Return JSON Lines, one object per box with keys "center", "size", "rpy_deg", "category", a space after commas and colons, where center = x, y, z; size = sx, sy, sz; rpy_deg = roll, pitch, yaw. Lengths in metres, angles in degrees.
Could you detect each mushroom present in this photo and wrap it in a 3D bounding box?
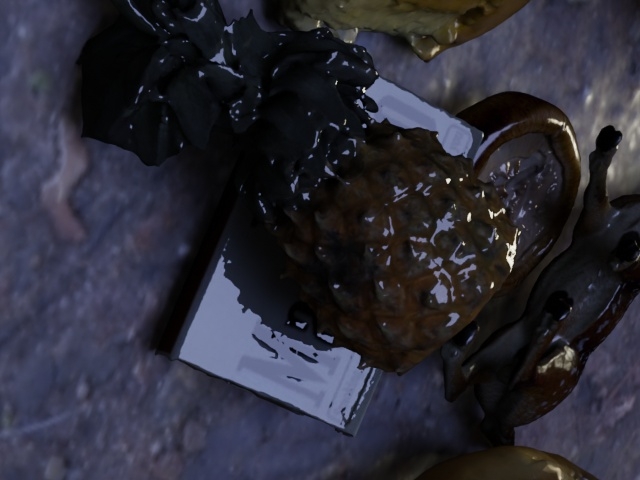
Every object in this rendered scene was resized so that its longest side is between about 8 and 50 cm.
{"center": [0.099, -0.027, 1.081], "size": [0.123, 0.052, 0.123], "rpy_deg": [-24, 128, -36], "category": "mushroom"}

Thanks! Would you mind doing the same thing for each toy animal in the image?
{"center": [0.171, 0.020, 1.124], "size": [0.243, 0.087, 0.260], "rpy_deg": [-39, 160, 3], "category": "toy animal"}

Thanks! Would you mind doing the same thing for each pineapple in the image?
{"center": [-0.013, -0.044, 0.906], "size": [0.237, 0.111, 0.119], "rpy_deg": [45, 38, -12], "category": "pineapple"}

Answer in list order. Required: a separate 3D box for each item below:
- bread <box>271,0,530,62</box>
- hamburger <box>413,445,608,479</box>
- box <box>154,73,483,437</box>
{"center": [0.083, -0.212, 0.960], "size": [0.174, 0.133, 0.251], "rpy_deg": [5, 98, -42], "category": "bread"}
{"center": [0.105, 0.276, 1.083], "size": [0.284, 0.174, 0.304], "rpy_deg": [-48, 129, -20], "category": "hamburger"}
{"center": [0.000, 0.000, 0.988], "size": [0.115, 0.036, 0.177], "rpy_deg": [26, 82, -22], "category": "box"}
